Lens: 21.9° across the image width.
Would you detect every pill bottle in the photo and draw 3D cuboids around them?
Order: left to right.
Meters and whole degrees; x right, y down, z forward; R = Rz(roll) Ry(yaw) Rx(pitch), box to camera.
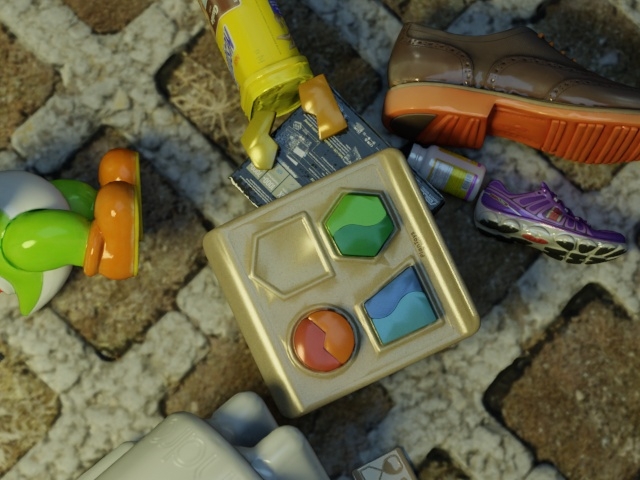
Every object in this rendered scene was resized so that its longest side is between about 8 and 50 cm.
[{"bbox_3d":[0.134,-0.076,1.793,0.083,0.043,0.043,23,78,-1],"label":"pill bottle"}]

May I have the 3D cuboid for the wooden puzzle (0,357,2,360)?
[{"bbox_3d":[-0.371,0.104,1.728,0.049,0.006,0.083,-29,83,-10],"label":"wooden puzzle"}]

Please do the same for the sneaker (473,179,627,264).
[{"bbox_3d":[0.252,-0.024,1.785,0.170,0.068,0.071,18,72,-1],"label":"sneaker"}]

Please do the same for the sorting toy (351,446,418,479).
[{"bbox_3d":[0.077,0.267,1.738,0.062,0.012,0.083,-25,79,-14],"label":"sorting toy"}]

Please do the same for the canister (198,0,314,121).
[{"bbox_3d":[-0.076,-0.224,1.760,0.073,0.126,0.170,-23,80,-9],"label":"canister"}]

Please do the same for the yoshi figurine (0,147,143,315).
[{"bbox_3d":[-0.364,-0.052,1.676,0.362,0.203,0.203,-2,64,-4],"label":"yoshi figurine"}]

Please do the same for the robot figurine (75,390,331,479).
[{"bbox_3d":[-0.155,0.307,1.607,0.353,0.300,0.200,-41,130,-15],"label":"robot figurine"}]

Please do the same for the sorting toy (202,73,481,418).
[{"bbox_3d":[0.000,0.000,1.685,0.229,0.041,0.307,-25,88,3],"label":"sorting toy"}]

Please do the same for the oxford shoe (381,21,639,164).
[{"bbox_3d":[0.252,-0.167,1.783,0.363,0.130,0.133,7,71,-6],"label":"oxford shoe"}]

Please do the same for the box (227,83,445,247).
[{"bbox_3d":[0.018,-0.051,1.746,0.180,0.077,0.147,44,91,4],"label":"box"}]
